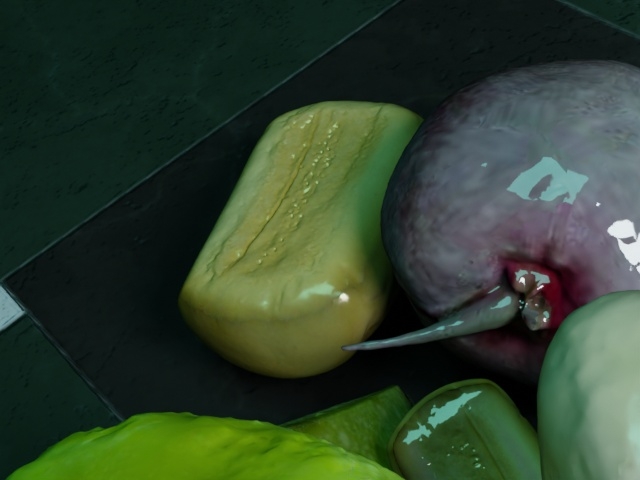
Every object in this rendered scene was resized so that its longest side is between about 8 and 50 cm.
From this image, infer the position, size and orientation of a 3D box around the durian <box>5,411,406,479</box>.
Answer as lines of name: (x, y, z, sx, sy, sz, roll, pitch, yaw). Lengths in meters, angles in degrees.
durian: (-0.028, 0.206, 0.534, 0.256, 0.204, 0.339, -34, 67, 3)

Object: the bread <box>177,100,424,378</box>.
bread: (0.000, 0.000, 0.806, 0.147, 0.098, 0.217, 7, 48, 27)

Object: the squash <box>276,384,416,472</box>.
squash: (-0.017, 0.157, 0.676, 0.192, 0.085, 0.184, -21, 45, 1)

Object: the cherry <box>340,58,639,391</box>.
cherry: (0.147, -0.008, 0.704, 0.213, 0.183, 0.266, 28, 56, 11)

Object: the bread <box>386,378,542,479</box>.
bread: (0.090, 0.135, 0.663, 0.082, 0.056, 0.115, -37, 86, -1)

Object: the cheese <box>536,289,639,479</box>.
cheese: (0.283, 0.147, 0.490, 0.328, 0.129, 0.351, -19, 72, -16)
